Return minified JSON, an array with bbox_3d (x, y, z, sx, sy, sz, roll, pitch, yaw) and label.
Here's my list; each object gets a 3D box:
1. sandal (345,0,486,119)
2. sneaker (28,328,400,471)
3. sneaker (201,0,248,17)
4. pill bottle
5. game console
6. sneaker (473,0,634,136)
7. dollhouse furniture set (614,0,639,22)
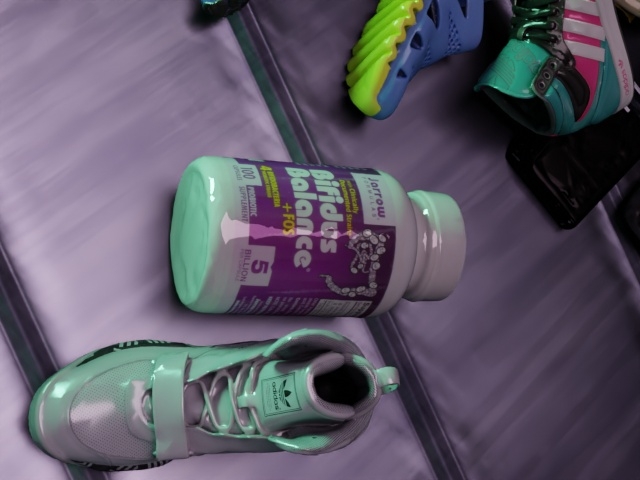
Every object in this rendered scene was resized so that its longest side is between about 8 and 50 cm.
[{"bbox_3d":[0.142,-0.272,1.459,0.138,0.126,0.317,35,71,-18],"label":"sandal"},{"bbox_3d":[-0.102,0.157,1.225,0.365,0.210,0.137,-2,81,-23],"label":"sneaker"},{"bbox_3d":[-0.093,-0.354,1.405,0.087,0.083,0.221,24,66,-3],"label":"sneaker"},{"bbox_3d":[0.000,0.000,1.320,0.301,0.169,0.169,3,79,-22],"label":"pill bottle"},{"bbox_3d":[0.416,-0.045,1.574,0.213,0.044,0.361,-42,97,-22],"label":"game console"},{"bbox_3d":[0.255,-0.247,1.442,0.178,0.123,0.296,-35,114,-20],"label":"sneaker"},{"bbox_3d":[0.444,-0.455,1.647,0.197,0.151,0.302,34,93,0],"label":"dollhouse furniture set"}]
